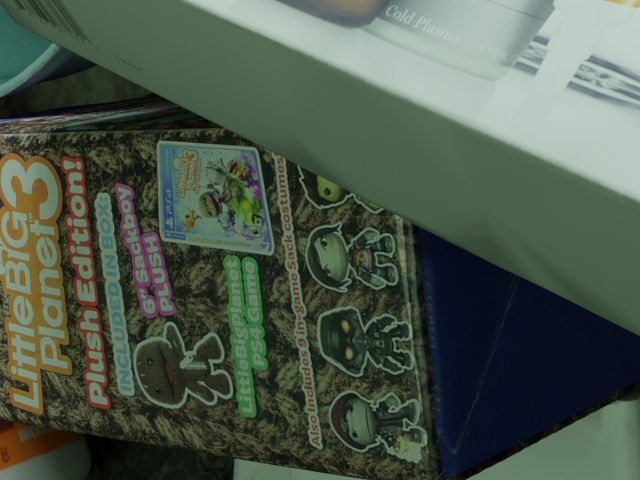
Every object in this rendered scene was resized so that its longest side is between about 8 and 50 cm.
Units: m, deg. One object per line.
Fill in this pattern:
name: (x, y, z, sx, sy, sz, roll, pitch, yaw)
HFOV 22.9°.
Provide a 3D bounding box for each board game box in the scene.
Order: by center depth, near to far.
board game box: (0.000, 0.000, 0.742, 0.291, 0.232, 0.141, 2, 102, 41)

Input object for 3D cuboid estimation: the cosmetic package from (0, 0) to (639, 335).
cosmetic package: (0.076, -0.149, 0.544, 0.377, 0.284, 0.097, 28, 161, 36)

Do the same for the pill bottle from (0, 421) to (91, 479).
pill bottle: (-0.310, 0.004, 1.018, 0.224, 0.224, 0.392, -21, 87, 42)

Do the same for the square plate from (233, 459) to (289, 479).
square plate: (0.060, 0.261, 0.878, 0.344, 0.049, 0.347, 22, 114, 36)

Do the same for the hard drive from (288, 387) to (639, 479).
hard drive: (0.082, 0.220, 0.787, 0.210, 0.040, 0.318, 2, 102, 40)

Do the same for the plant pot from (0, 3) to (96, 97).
plant pot: (-0.131, -0.227, 0.823, 0.293, 0.196, 0.293, 12, 109, 38)
